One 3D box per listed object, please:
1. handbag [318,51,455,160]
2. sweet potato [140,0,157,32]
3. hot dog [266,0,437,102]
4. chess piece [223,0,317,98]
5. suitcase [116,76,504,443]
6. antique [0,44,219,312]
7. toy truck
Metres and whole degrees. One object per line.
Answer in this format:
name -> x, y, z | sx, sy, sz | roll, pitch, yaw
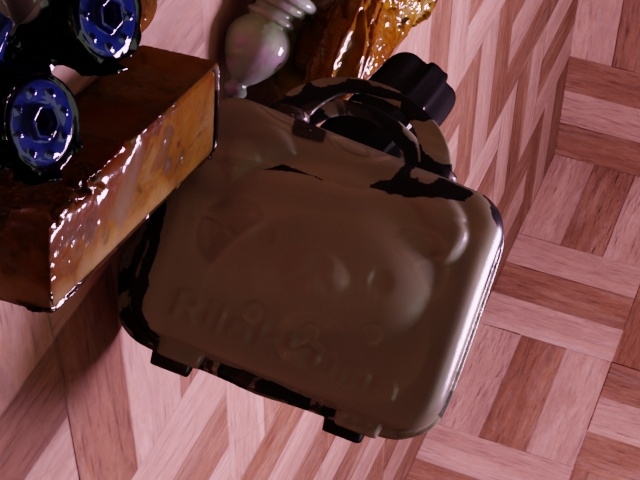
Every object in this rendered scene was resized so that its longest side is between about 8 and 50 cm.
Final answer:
handbag -> 0.029, -0.097, 1.742 | 0.308, 0.093, 0.254 | -43, -173, 33
sweet potato -> -0.186, -0.172, 1.235 | 0.195, 0.056, 0.056 | -39, 143, -58
hot dog -> 0.026, -0.238, 1.679 | 0.114, 0.175, 0.259 | 57, 38, -12
chess piece -> -0.033, -0.272, 1.574 | 0.272, 0.139, 0.139 | -63, 165, 5
suitcase -> 0.000, 0.000, 1.498 | 0.194, 0.351, 0.339 | 122, -10, -77
antique -> -0.187, -0.059, 1.279 | 0.310, 0.087, 0.093 | -52, 152, -52
toy truck -> -0.237, -0.140, 0.962 | 0.177, 0.161, 0.213 | 53, 51, -42
